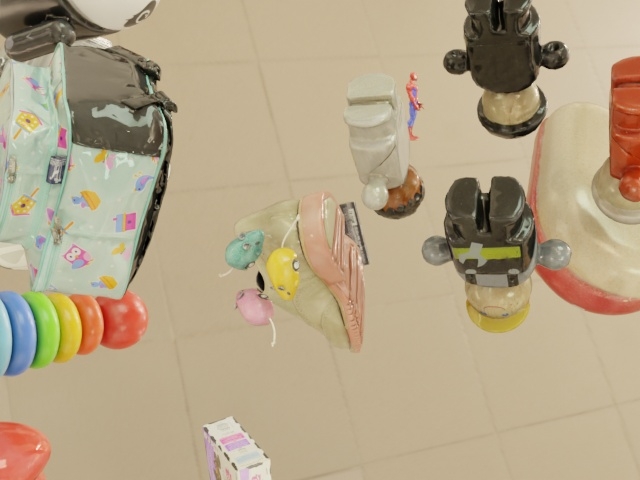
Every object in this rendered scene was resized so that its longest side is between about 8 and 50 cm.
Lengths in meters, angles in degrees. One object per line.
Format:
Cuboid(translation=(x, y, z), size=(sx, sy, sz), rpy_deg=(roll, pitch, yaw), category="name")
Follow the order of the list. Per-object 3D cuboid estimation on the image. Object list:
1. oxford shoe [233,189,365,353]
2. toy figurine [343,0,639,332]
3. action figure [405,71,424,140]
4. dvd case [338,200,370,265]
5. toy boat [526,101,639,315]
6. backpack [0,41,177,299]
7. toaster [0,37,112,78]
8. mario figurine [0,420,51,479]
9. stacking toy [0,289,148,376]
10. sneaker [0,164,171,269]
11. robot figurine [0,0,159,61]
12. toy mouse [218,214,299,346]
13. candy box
Cuboid(translation=(-0.017, 0.057, 1.279), size=(0.146, 0.397, 0.141), rpy_deg=(-6, 55, 12), category="oxford shoe")
Cuboid(translation=(0.137, -0.063, 0.636), size=(0.209, 0.148, 0.213), rpy_deg=(-39, 54, -10), category="toy figurine")
Cuboid(translation=(0.161, -0.232, 1.457), size=(0.030, 0.038, 0.115), rpy_deg=(0, 105, 18), category="action figure")
Cuboid(translation=(0.000, 0.000, 2.107), size=(0.221, 0.018, 0.165), rpy_deg=(-11, 104, 17), category="dvd case")
Cuboid(translation=(0.251, -0.015, 0.795), size=(0.150, 0.151, 0.231), rpy_deg=(25, 40, 0), category="toy boat")
Cuboid(translation=(-0.200, -0.049, 0.686), size=(0.144, 0.189, 0.166), rpy_deg=(-2, 34, -22), category="backpack")
Cuboid(translation=(-0.493, -0.338, 1.596), size=(0.227, 0.129, 0.147), rpy_deg=(15, 101, -51), category="toaster")
Cuboid(translation=(-0.484, 0.385, 1.135), size=(0.320, 0.170, 0.198), rpy_deg=(-45, 98, -10), category="mario figurine")
Cuboid(translation=(-0.387, 0.125, 1.159), size=(0.330, 0.141, 0.141), rpy_deg=(-3, 66, -45), category="stacking toy")
Cuboid(translation=(-0.534, -0.076, 1.673), size=(0.447, 0.257, 0.169), rpy_deg=(-30, 86, 14), category="sneaker")
Cuboid(translation=(-0.327, -0.338, 1.083), size=(0.173, 0.278, 0.209), rpy_deg=(-18, 103, -57), category="robot figurine")
Cuboid(translation=(-0.086, 0.046, 1.027), size=(0.031, 0.143, 0.161), rpy_deg=(-6, 98, -48), category="toy mouse")
Cuboid(translation=(-0.160, 0.469, 1.677), size=(0.070, 0.196, 0.165), rpy_deg=(-14, 110, -25), category="candy box")
